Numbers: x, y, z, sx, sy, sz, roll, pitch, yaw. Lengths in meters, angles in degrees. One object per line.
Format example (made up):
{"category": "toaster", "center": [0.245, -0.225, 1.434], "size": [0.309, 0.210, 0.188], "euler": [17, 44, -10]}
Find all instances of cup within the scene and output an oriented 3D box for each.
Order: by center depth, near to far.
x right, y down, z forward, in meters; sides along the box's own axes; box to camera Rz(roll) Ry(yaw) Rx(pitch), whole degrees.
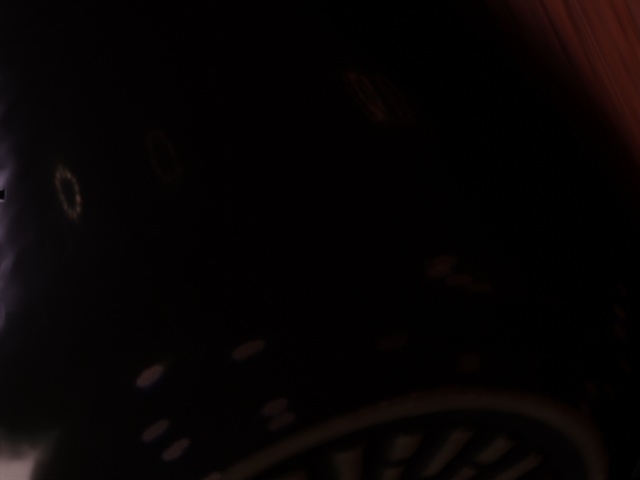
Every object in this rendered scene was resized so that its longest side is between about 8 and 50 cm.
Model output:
{"category": "cup", "center": [-0.004, 0.019, 0.481], "size": [0.223, 0.169, 0.176], "euler": [18, -149, -43]}
